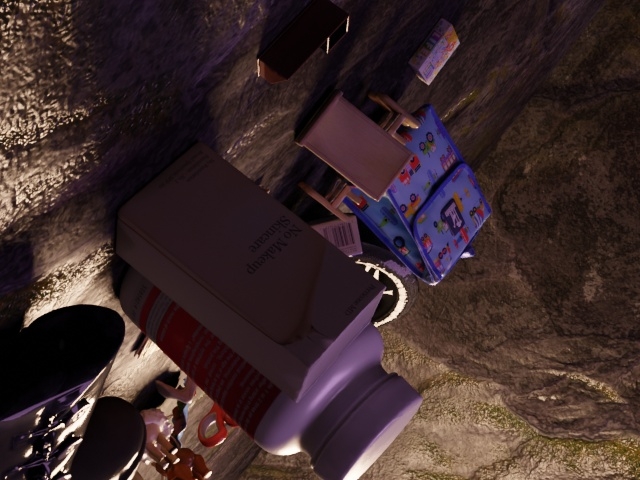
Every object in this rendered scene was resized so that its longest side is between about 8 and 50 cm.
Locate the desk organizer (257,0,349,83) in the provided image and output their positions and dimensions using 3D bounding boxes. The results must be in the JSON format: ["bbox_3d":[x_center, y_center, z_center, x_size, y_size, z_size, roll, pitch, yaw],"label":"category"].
[{"bbox_3d":[-0.021,-0.254,1.451,0.130,0.050,0.047,-49,168,-17],"label":"desk organizer"}]

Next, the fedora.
[{"bbox_3d":[0.048,0.052,2.264,0.334,0.334,0.152,110,-10,-56],"label":"fedora"}]

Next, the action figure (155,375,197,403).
[{"bbox_3d":[-0.140,0.168,1.934,0.330,0.178,0.341,-46,172,-49],"label":"action figure"}]

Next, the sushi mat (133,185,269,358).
[{"bbox_3d":[-0.192,0.053,1.791,0.316,0.019,0.151,-57,169,26],"label":"sushi mat"}]

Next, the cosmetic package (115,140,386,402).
[{"bbox_3d":[-0.092,0.036,1.402,0.160,0.309,0.113,-46,166,-30],"label":"cosmetic package"}]

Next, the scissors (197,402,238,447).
[{"bbox_3d":[-0.172,0.267,1.912,0.109,0.021,0.297,-35,-161,-2],"label":"scissors"}]

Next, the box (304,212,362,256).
[{"bbox_3d":[0.000,0.000,2.012,0.126,0.072,0.137,-13,-175,-7],"label":"box"}]

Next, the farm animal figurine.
[{"bbox_3d":[-0.372,0.435,1.923,0.330,0.172,0.326,-42,154,-12],"label":"farm animal figurine"}]

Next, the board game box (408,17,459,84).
[{"bbox_3d":[0.218,-0.358,2.129,0.103,0.026,0.154,-53,169,6],"label":"board game box"}]

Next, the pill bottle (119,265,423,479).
[{"bbox_3d":[-0.065,0.144,1.546,0.229,0.408,0.229,-43,163,-16],"label":"pill bottle"}]

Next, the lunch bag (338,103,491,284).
[{"bbox_3d":[0.197,-0.073,2.145,0.138,0.293,0.221,-17,-152,49],"label":"lunch bag"}]

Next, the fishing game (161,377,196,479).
[{"bbox_3d":[-0.278,0.346,2.120,0.189,0.041,0.264,-98,-156,-61],"label":"fishing game"}]

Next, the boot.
[{"bbox_3d":[-0.338,0.228,1.498,0.367,0.146,0.445,-44,161,-43],"label":"boot"}]

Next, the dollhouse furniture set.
[{"bbox_3d":[0.043,-0.163,1.879,0.212,0.161,0.242,-52,-169,1],"label":"dollhouse furniture set"}]
